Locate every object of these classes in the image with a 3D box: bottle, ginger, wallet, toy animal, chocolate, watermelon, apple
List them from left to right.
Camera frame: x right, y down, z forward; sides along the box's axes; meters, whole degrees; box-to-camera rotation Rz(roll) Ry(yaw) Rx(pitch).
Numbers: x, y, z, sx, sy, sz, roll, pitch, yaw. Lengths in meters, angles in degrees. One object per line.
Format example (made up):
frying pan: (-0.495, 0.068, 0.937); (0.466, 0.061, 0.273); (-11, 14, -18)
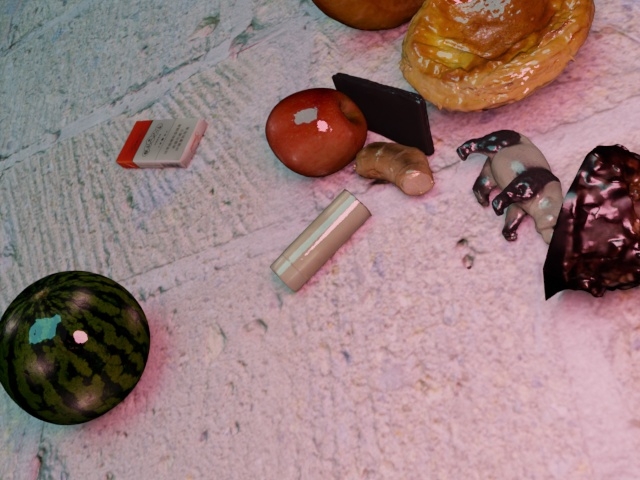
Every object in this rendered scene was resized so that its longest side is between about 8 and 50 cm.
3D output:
watermelon: (-0.472, 0.200, 1.276); (0.285, 0.285, 0.285); (-17, 52, 24)
apple: (-0.010, -0.213, 1.297); (0.168, 0.181, 0.180); (-31, 46, 34)
bottle: (0.000, 0.000, 1.224); (0.201, 0.072, 0.072); (-45, 46, -1)
wallet: (0.120, -0.246, 1.278); (0.025, 0.124, 0.244); (-38, 42, -21)
ginger: (0.138, -0.136, 1.225); (0.190, 0.069, 0.095); (20, 80, 41)
toy animal: (0.316, -0.084, 1.061); (0.121, 0.094, 0.225); (-26, 47, 6)
chocolate: (0.420, -0.008, 0.868); (0.177, 0.206, 0.224); (20, 68, 30)

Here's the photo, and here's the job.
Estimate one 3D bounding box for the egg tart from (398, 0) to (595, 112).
egg tart: (0.313, -0.349, 1.195); (0.352, 0.150, 0.351); (-17, 53, 24)

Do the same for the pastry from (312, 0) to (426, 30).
pastry: (0.125, -0.608, 1.388); (0.356, 0.356, 0.163); (-37, 40, 8)

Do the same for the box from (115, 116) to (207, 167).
box: (-0.406, -0.247, 1.690); (0.245, 0.035, 0.139); (3, 63, 35)
